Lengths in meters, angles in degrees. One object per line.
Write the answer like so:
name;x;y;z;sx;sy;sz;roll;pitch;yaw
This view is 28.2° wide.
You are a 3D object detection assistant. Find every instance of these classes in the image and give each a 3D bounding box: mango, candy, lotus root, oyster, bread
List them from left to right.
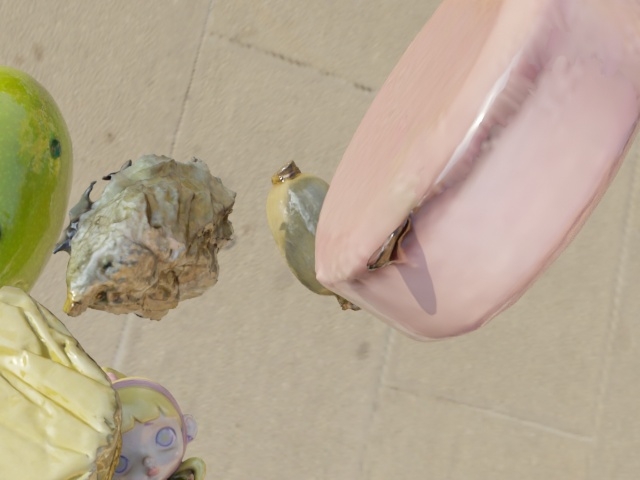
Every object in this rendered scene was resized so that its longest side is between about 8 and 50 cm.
bread;-0.196;0.139;0.610;0.140;0.106;0.236;37;60;12
mango;-0.311;-0.028;1.128;0.175;0.143;0.293;44;45;-37
oyster;-0.114;-0.005;0.947;0.209;0.072;0.132;10;85;-58
lotus root;0.000;0.000;1.112;0.073;0.062;0.150;-30;87;-4
candy;0.088;-0.055;0.729;0.094;0.255;0.255;32;72;-12

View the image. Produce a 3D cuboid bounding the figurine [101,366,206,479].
figurine;-0.090;0.157;0.729;0.083;0.083;0.187;-25;82;-22
